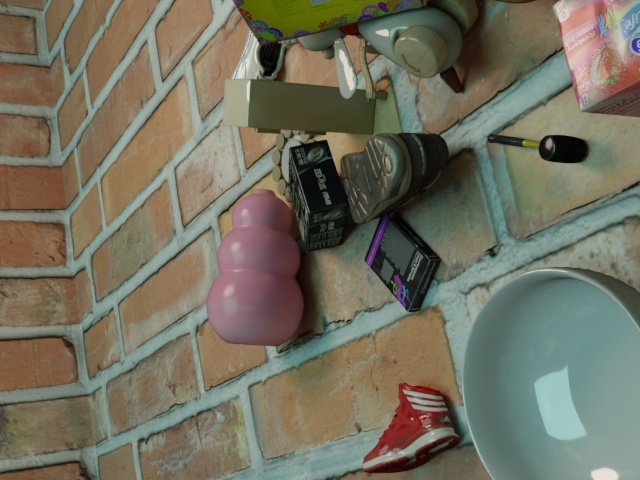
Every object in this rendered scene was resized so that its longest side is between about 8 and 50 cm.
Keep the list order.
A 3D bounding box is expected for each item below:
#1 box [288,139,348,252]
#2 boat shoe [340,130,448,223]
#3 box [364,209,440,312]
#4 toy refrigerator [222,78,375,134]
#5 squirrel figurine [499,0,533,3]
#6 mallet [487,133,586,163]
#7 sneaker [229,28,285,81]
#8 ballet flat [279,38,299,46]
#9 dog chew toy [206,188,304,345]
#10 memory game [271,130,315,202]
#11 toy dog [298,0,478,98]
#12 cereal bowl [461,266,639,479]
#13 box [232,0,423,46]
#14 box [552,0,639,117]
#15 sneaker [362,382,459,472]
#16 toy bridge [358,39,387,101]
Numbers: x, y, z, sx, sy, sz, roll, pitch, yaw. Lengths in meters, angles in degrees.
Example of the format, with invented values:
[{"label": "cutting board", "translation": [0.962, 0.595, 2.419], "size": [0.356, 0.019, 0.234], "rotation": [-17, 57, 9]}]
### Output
[{"label": "box", "translation": [-0.008, -0.083, 1.682], "size": [0.180, 0.078, 0.147], "rotation": [95, 160, -64]}, {"label": "boat shoe", "translation": [0.126, -0.106, 1.495], "size": [0.355, 0.130, 0.132], "rotation": [167, 92, -78]}, {"label": "box", "translation": [0.144, 0.035, 1.557], "size": [0.162, 0.029, 0.116], "rotation": [53, 134, 45]}, {"label": "toy refrigerator", "translation": [-0.037, -0.242, 1.610], "size": [0.102, 0.270, 0.094], "rotation": [16, 104, 56]}, {"label": "squirrel figurine", "translation": [0.254, -0.532, 1.169], "size": [0.397, 0.281, 0.370], "rotation": [52, 149, 27]}, {"label": "mallet", "translation": [0.317, -0.142, 1.284], "size": [0.190, 0.062, 0.039], "rotation": [-147, 62, -69]}, {"label": "sneaker", "translation": [-0.141, -0.371, 1.931], "size": [0.091, 0.094, 0.258], "rotation": [44, 126, 53]}, {"label": "ballet flat", "translation": [-0.045, -0.524, 1.810], "size": [0.077, 0.091, 0.240], "rotation": [14, 109, 26]}, {"label": "dog chew toy", "translation": [-0.133, 0.056, 1.845], "size": [0.207, 0.207, 0.331], "rotation": [-9, 75, 57]}, {"label": "memory game", "translation": [-0.056, -0.172, 1.880], "size": [0.186, 0.012, 0.186], "rotation": [1, 91, 57]}, {"label": "toy dog", "translation": [0.123, -0.321, 1.458], "size": [0.334, 0.220, 0.161], "rotation": [37, 159, 51]}, {"label": "cereal bowl", "translation": [0.348, 0.200, 1.137], "size": [0.339, 0.141, 0.338], "rotation": [2, 93, 58]}, {"label": "box", "translation": [0.012, -0.502, 1.414], "size": [0.290, 0.177, 0.279], "rotation": [-9, 53, 22]}, {"label": "box", "translation": [0.434, -0.266, 0.988], "size": [0.300, 0.142, 0.154], "rotation": [-30, 66, 54]}, {"label": "sneaker", "translation": [0.149, 0.326, 1.526], "size": [0.221, 0.087, 0.128], "rotation": [-35, 53, 39]}, {"label": "toy bridge", "translation": [0.100, -0.346, 1.583], "size": [0.026, 0.063, 0.188], "rotation": [23, 110, 55]}]
